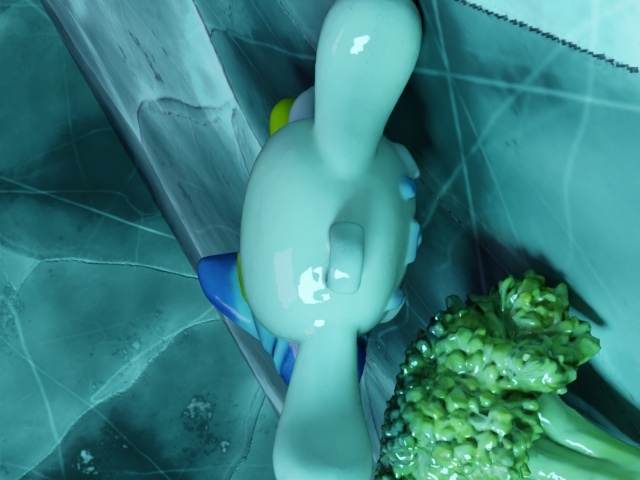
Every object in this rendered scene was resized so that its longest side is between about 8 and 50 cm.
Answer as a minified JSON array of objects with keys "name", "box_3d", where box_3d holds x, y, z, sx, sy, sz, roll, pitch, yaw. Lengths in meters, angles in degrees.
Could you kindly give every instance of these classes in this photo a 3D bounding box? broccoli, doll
[{"name":"broccoli","box_3d":[0.175,0.163,0.932,0.243,0.263,0.247,17,178,32]},{"name":"doll","box_3d":[0.008,0.004,0.988,0.187,0.376,0.365,25,178,-8]}]
